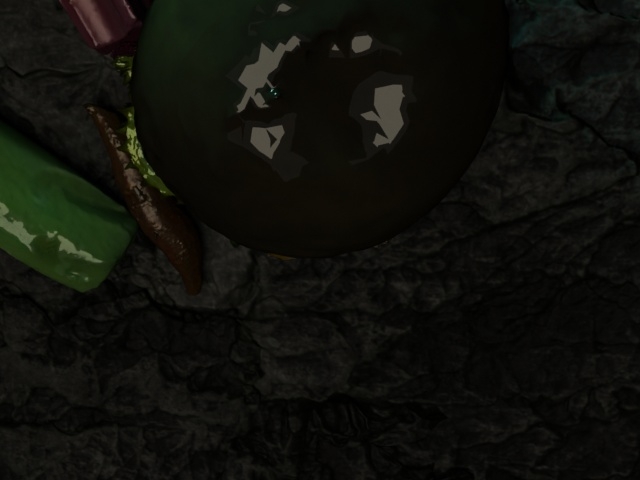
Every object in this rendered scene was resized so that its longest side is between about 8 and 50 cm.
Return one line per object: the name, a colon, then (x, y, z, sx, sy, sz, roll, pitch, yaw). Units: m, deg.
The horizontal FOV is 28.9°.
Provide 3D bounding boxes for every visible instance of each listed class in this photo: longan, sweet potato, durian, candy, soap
longan: (-0.008, -0.184, 1.402, 0.404, 0.404, 0.436, 34, 126, -9)
sweet potato: (-0.233, -0.053, 1.688, 0.066, 0.072, 0.314, -23, 114, 20)
durian: (-0.192, -0.135, 1.620, 0.132, 0.106, 0.375, -24, 116, 15)
candy: (-0.416, -0.066, 1.677, 0.343, 0.142, 0.132, 35, 105, -10)
soap: (-0.261, -0.340, 1.487, 0.099, 0.162, 0.250, -20, 112, 20)

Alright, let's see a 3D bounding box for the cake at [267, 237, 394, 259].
cake: (0.000, 0.002, 1.675, 0.185, 0.080, 0.116, 18, 117, -5)
